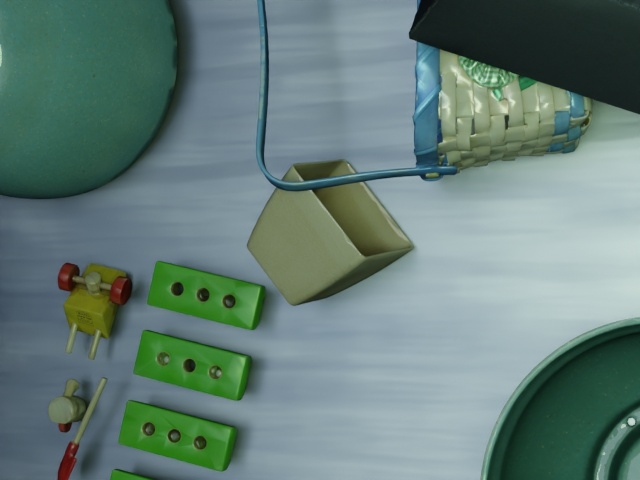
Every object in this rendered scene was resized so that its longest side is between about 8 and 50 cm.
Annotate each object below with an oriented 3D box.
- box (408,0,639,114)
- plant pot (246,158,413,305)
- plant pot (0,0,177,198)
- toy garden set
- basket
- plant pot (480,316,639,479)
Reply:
[{"bbox_3d":[0.282,-0.272,1.258,0.343,0.179,0.312,16,75,-9],"label":"box"},{"bbox_3d":[0.000,0.000,1.474,0.096,0.109,0.109,-45,75,24],"label":"plant pot"},{"bbox_3d":[-0.304,-0.174,1.502,0.290,0.195,0.290,3,98,19],"label":"plant pot"},{"bbox_3d":[-0.168,0.141,1.544,0.204,0.049,0.244,13,91,16],"label":"toy garden set"},{"bbox_3d":[0.085,-0.176,1.402,0.289,0.201,0.254,-4,79,9],"label":"basket"},{"bbox_3d":[0.291,0.209,1.316,0.293,0.196,0.293,-1,85,17],"label":"plant pot"}]
